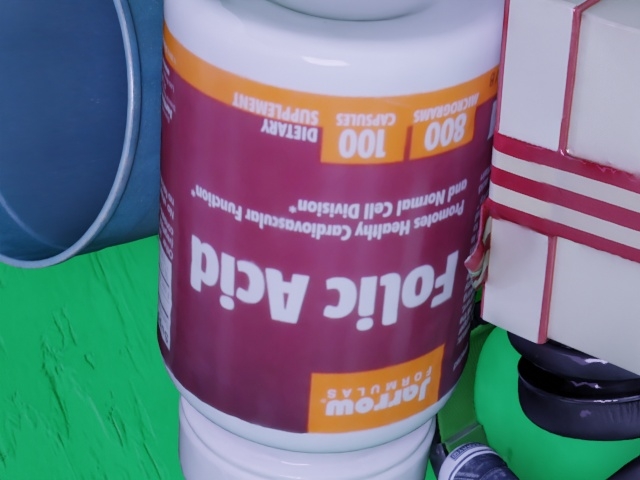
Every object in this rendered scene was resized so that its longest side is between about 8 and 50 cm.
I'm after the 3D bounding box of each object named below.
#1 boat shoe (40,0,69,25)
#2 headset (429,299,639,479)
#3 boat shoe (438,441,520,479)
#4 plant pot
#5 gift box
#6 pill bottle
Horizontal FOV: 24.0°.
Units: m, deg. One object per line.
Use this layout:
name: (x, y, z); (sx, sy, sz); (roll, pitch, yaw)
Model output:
boat shoe: (-0.242, -0.224, 1.264); (0.121, 0.119, 0.335); (35, 140, 36)
headset: (0.238, 0.131, 1.057); (0.394, 0.185, 0.243); (-16, 94, 54)
boat shoe: (0.125, 0.239, 1.067); (0.083, 0.065, 0.183); (38, 141, 55)
plant pot: (-0.138, -0.129, 1.177); (0.271, 0.255, 0.272); (9, 103, 42)
gift box: (0.228, -0.060, 0.883); (0.258, 0.276, 0.255); (23, 123, 33)
pill bottle: (0.000, 0.000, 1.023); (0.224, 0.224, 0.392); (27, 129, 30)
